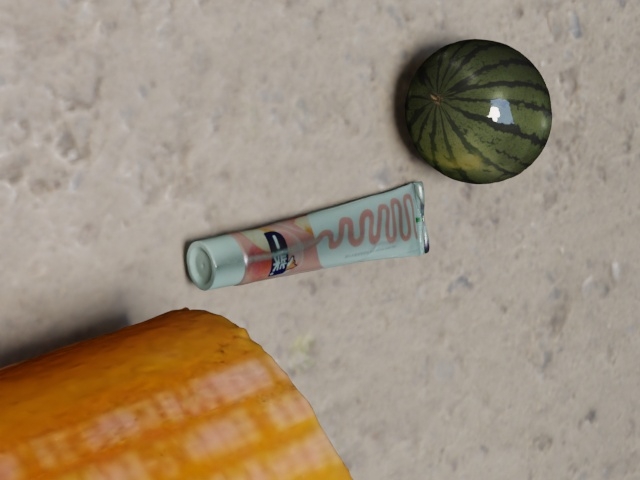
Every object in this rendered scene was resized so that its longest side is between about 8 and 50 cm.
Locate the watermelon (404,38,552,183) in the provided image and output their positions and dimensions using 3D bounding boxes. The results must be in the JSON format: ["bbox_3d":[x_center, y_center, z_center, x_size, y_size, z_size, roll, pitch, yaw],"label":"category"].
[{"bbox_3d":[0.122,-0.091,0.897,0.133,0.105,0.105,17,85,-57],"label":"watermelon"}]

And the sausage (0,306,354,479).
[{"bbox_3d":[-0.149,0.181,0.656,0.287,0.233,0.233,-17,105,-32],"label":"sausage"}]

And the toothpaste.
[{"bbox_3d":[0.000,0.000,0.860,0.205,0.036,0.056,-13,101,-38],"label":"toothpaste"}]
